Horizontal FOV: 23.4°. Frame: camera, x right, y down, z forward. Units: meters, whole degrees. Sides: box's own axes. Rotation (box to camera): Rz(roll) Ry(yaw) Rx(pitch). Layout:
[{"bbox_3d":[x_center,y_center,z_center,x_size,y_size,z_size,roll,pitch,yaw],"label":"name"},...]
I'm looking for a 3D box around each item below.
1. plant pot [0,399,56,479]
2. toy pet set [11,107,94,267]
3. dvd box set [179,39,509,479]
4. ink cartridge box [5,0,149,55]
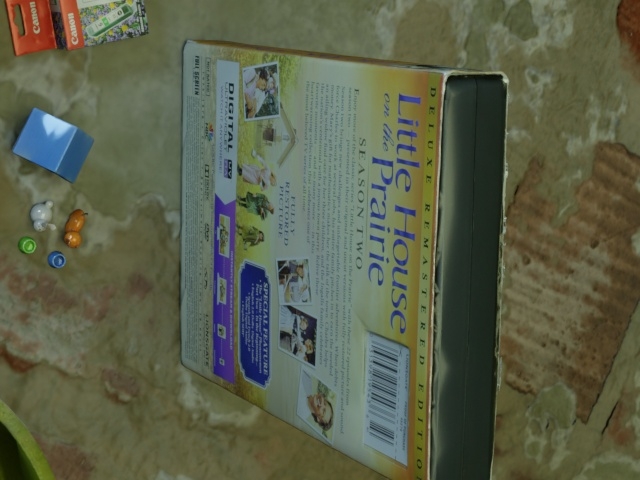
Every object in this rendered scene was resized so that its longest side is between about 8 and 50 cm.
[{"bbox_3d":[-0.414,0.197,1.075,0.366,0.353,0.367,-10,107,-32],"label":"plant pot"},{"bbox_3d":[-0.235,-0.044,1.309,0.122,0.065,0.114,29,84,-32],"label":"toy pet set"},{"bbox_3d":[0.000,0.000,1.248,0.062,0.420,0.308,-5,101,-29],"label":"dvd box set"},{"bbox_3d":[-0.207,-0.196,1.318,0.115,0.029,0.063,-16,107,-27],"label":"ink cartridge box"}]
